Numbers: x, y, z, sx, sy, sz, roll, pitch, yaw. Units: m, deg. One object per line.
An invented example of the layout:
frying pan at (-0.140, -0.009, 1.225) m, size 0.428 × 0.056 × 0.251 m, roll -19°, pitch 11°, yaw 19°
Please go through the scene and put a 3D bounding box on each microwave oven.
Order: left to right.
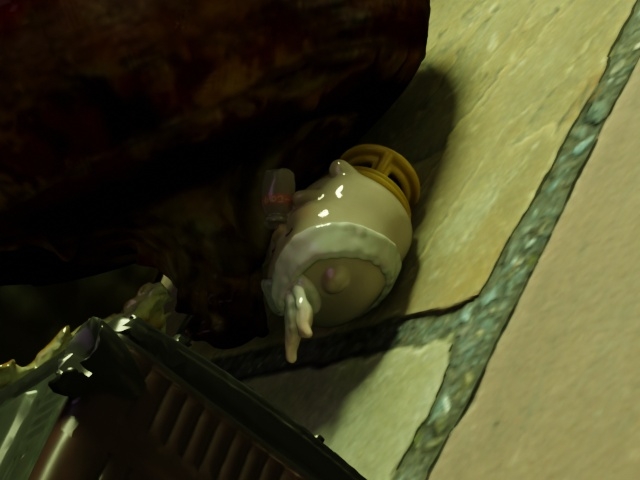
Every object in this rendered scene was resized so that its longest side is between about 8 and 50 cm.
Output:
microwave oven at (-0.102, 0.161, 0.694) m, size 0.247 × 0.178 × 0.188 m, roll -30°, pitch 31°, yaw 45°

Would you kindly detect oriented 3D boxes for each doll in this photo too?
doll at (0.000, 0.000, 0.892) m, size 0.073 × 0.084 × 0.127 m, roll -36°, pitch 16°, yaw 42°

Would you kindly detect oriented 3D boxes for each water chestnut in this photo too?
water chestnut at (-0.102, -0.080, 1.006) m, size 0.350 × 0.302 × 0.350 m, roll -25°, pitch -6°, yaw -3°

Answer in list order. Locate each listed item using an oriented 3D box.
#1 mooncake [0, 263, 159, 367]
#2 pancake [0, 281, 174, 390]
mooncake at (-0.213, 0.026, 1.261) m, size 0.228 × 0.124 × 0.228 m, roll -44°, pitch 19°, yaw 19°
pancake at (-0.164, 0.107, 0.905) m, size 0.244 × 0.057 × 0.266 m, roll -44°, pitch -23°, yaw -2°
